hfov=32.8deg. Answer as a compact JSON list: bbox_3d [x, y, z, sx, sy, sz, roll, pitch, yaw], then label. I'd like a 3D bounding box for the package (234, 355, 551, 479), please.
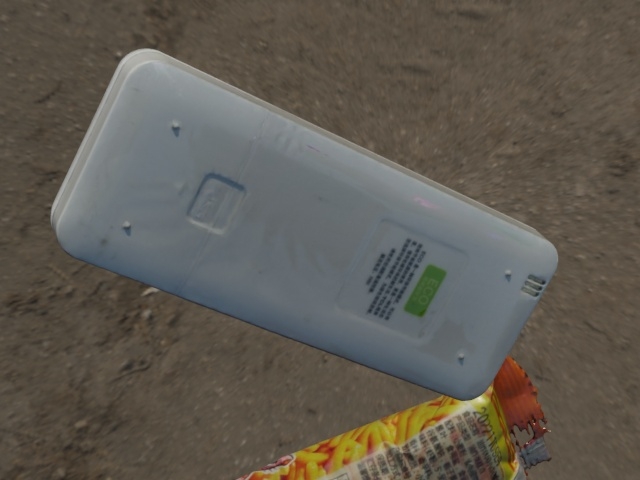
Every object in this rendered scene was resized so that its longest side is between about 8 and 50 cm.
[{"bbox_3d":[0.058,0.227,0.841,0.288,0.108,0.223,-23,125,7],"label":"package"}]

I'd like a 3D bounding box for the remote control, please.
[{"bbox_3d":[0.000,0.000,0.536,0.250,0.034,0.103,22,103,-24],"label":"remote control"}]
